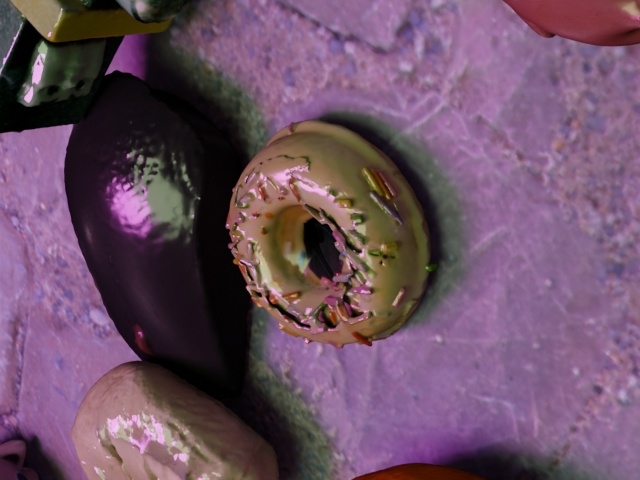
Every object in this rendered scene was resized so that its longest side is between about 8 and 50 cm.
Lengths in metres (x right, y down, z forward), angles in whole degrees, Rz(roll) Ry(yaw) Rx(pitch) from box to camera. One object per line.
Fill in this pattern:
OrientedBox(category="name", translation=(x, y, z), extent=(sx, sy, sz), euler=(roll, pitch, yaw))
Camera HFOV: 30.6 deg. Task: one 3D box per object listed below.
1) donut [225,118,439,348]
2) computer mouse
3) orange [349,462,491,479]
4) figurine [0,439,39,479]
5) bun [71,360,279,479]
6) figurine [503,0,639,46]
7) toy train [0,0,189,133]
OrientedBox(category="donut", translation=(0.000, 0.000, 0.834), extent=(0.175, 0.068, 0.174), euler=(18, 120, 35))
OrientedBox(category="computer mouse", translation=(-0.140, 0.010, 0.952), extent=(0.168, 0.087, 0.295), euler=(21, 126, 35))
OrientedBox(category="orange", translation=(0.072, 0.264, 0.818), extent=(0.224, 0.170, 0.224), euler=(20, 123, 34))
OrientedBox(category="figurine", translation=(-0.418, 0.324, 1.209), extent=(0.186, 0.287, 0.176), euler=(49, 136, 35))
OrientedBox(category="bun", translation=(-0.127, 0.185, 0.985), extent=(0.188, 0.111, 0.164), euler=(32, 144, 10))
OrientedBox(category="figurine", translation=(0.183, -0.160, 0.541), extent=(0.387, 0.166, 0.207), euler=(1, 76, 45))
OrientedBox(category="toy train", translation=(-0.252, -0.258, 0.857), extent=(0.397, 0.160, 0.253), euler=(47, 121, 17))
